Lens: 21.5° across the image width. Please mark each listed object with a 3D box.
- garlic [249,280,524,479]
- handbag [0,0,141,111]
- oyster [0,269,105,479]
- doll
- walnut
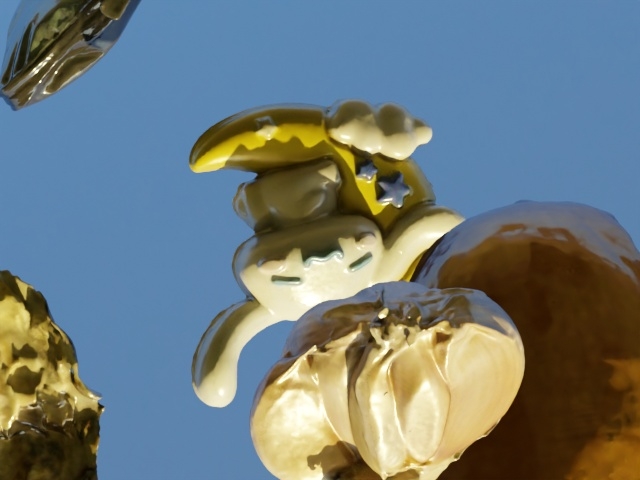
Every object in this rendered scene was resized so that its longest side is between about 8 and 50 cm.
[{"bbox_3d":[0.024,0.055,0.670,0.113,0.094,0.074,-21,-147,-9],"label":"garlic"},{"bbox_3d":[-0.216,-0.250,1.595,0.191,0.075,0.332,-38,-156,25],"label":"handbag"},{"bbox_3d":[-0.300,0.147,1.474,0.238,0.115,0.351,-5,-74,41],"label":"oyster"},{"bbox_3d":[0.000,0.000,1.398,0.252,0.111,0.237,-10,-88,-16],"label":"doll"},{"bbox_3d":[0.132,0.135,0.966,0.209,0.209,0.336,-1,-120,10],"label":"walnut"}]
